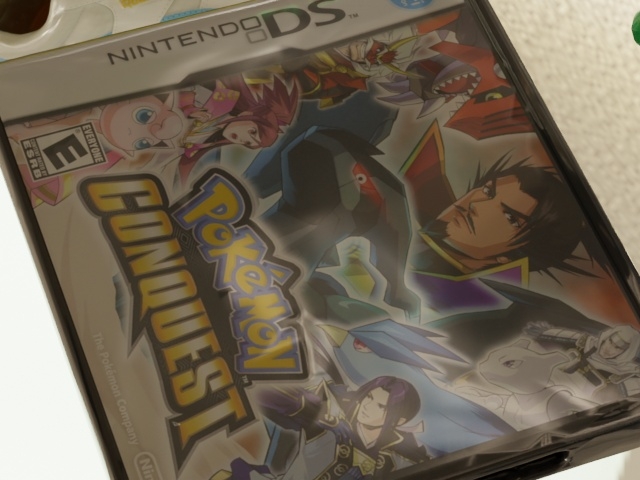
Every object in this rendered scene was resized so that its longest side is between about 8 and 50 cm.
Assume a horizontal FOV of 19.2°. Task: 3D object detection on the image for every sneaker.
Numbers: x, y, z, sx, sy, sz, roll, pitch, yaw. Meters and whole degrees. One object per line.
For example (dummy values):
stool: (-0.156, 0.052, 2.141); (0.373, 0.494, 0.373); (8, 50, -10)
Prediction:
sneaker: (-0.095, -0.149, 1.029); (0.229, 0.092, 0.087); (-27, -120, 29)

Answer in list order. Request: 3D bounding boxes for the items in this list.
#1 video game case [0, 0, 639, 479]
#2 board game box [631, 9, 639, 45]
video game case: (0.000, 0.000, 0.847); (0.248, 0.035, 0.275); (-16, -122, -14)
board game box: (0.264, 0.113, 0.919); (0.050, 0.390, 0.390); (-13, -114, 34)
